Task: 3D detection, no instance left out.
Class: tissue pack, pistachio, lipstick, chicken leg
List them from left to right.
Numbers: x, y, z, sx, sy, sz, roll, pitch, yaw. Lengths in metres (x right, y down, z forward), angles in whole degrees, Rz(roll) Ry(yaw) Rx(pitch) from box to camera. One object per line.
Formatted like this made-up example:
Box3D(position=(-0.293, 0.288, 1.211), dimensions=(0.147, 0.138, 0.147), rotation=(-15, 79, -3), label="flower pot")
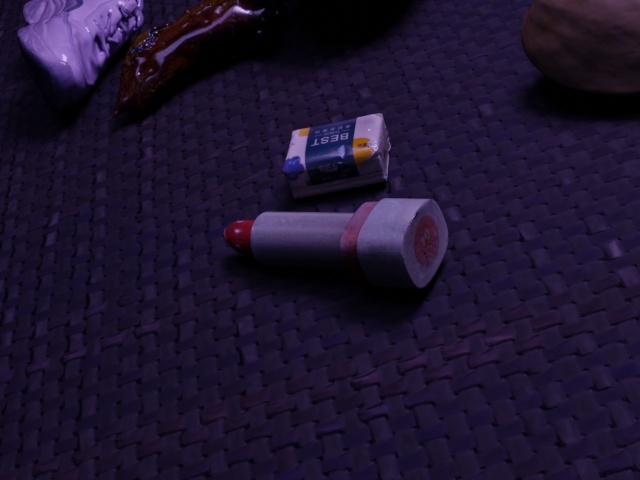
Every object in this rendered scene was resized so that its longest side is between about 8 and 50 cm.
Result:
Box3D(position=(-0.128, -0.208, 1.114), dimensions=(0.234, 0.063, 0.105), rotation=(-29, 33, -7), label="chicken leg")
Box3D(position=(0.001, 0.001, 0.801), dimensions=(0.186, 0.057, 0.063), rotation=(2, 43, 36), label="lipstick")
Box3D(position=(0.015, -0.072, 0.888), dimensions=(0.083, 0.042, 0.062), rotation=(-9, 36, 16), label="tissue pack")
Box3D(position=(0.253, -0.173, 0.848), dimensions=(0.186, 0.108, 0.126), rotation=(8, 69, 23), label="pistachio")

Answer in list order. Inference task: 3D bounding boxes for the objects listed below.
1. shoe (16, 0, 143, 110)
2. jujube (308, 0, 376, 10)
Box3D(position=(-0.257, -0.229, 1.177), dimensions=(0.138, 0.095, 0.245), rotation=(-24, 30, 1), label="shoe")
Box3D(position=(0.019, -0.342, 1.106), dimensions=(0.197, 0.197, 0.290), rotation=(-18, 22, 6), label="jujube")
